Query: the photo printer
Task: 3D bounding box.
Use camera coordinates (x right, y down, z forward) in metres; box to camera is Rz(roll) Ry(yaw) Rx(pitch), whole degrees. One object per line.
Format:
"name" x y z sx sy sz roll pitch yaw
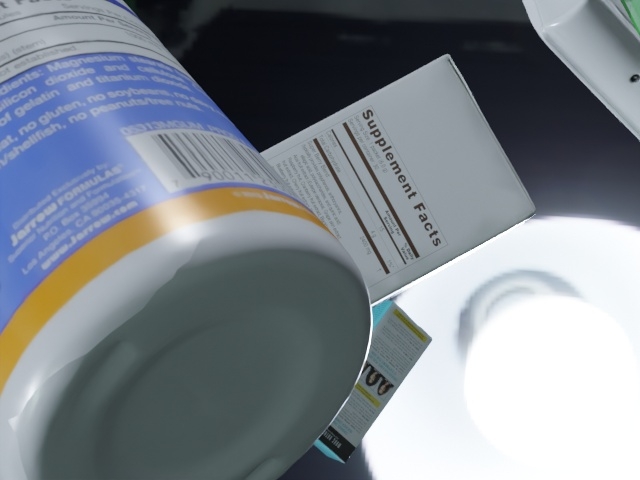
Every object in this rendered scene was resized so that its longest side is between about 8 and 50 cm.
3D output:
"photo printer" 0.371 -0.260 1.775 0.307 0.107 0.256 37 -151 -33

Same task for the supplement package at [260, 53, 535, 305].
"supplement package" 0.030 -0.023 1.367 0.175 0.293 0.177 61 176 5

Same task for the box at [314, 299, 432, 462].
"box" 0.062 0.216 2.197 0.244 0.100 0.060 -53 24 -15

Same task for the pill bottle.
"pill bottle" -0.111 -0.020 0.584 0.272 0.152 0.152 48 157 37

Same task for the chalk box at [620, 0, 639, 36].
"chalk box" 0.392 -0.184 1.288 0.213 0.132 0.132 55 -134 -23
